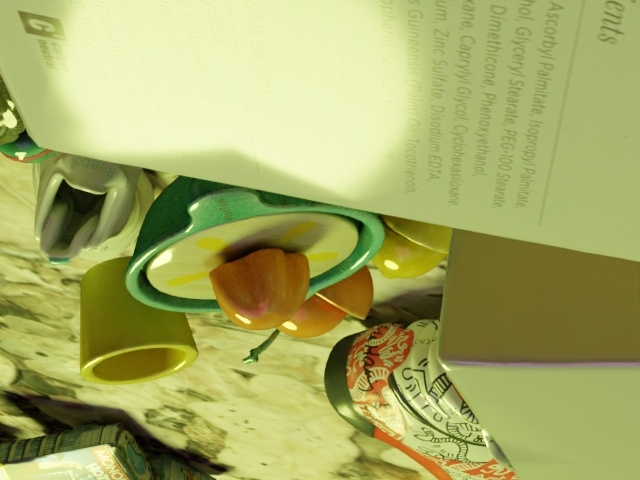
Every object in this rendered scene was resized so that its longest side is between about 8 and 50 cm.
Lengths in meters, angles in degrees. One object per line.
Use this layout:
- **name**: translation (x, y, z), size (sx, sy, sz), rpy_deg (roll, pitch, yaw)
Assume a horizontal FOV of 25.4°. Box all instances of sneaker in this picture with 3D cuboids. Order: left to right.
- **sneaker**: translation (-0.143, -0.020, 0.843), size (0.080, 0.094, 0.212), rpy_deg (16, 154, -5)
- **sneaker**: translation (0.144, 0.135, 1.001), size (0.270, 0.090, 0.145), rpy_deg (32, 152, -25)

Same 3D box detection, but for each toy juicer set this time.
- **toy juicer set**: translation (0.000, 0.000, 0.743), size (0.209, 0.089, 0.329), rpy_deg (-3, 156, -22)

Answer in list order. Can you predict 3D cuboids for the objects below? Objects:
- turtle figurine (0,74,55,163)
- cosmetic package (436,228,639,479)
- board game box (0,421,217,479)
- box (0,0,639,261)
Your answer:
- **turtle figurine**: translation (-0.155, -0.111, 0.658), size (0.175, 0.118, 0.234), rpy_deg (4, 146, 21)
- **cosmetic package**: translation (0.266, 0.033, 0.634), size (0.385, 0.156, 0.217), rpy_deg (0, 150, 22)
- **board game box**: translation (-0.210, 0.245, 1.406), size (0.194, 0.060, 0.194), rpy_deg (-12, 132, 10)
- **box**: translation (0.099, -0.123, 0.374), size (0.345, 0.215, 0.168), rpy_deg (11, 154, 9)
